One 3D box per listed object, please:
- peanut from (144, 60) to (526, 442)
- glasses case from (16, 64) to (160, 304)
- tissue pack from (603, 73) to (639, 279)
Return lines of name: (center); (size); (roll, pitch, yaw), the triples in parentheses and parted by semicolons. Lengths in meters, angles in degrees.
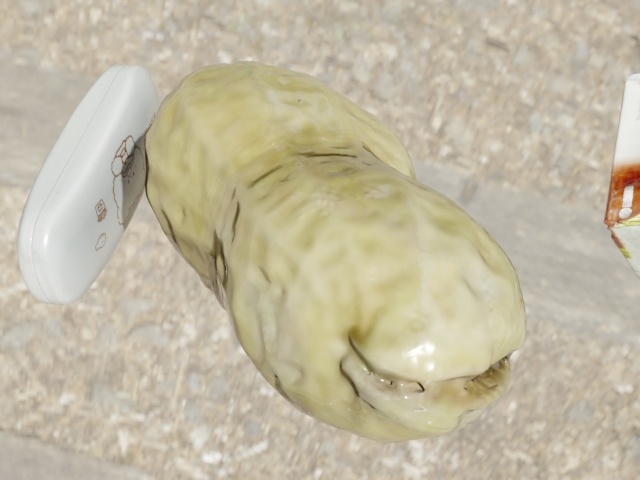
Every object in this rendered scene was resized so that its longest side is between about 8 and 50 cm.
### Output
peanut: (0.000, 0.000, 0.755); (0.130, 0.130, 0.290); (-9, 32, -20)
glasses case: (-0.150, -0.040, 1.008); (0.049, 0.074, 0.193); (6, 45, 17)
tissue pack: (0.297, -0.052, 1.247); (0.099, 0.106, 0.149); (-5, 56, 30)
